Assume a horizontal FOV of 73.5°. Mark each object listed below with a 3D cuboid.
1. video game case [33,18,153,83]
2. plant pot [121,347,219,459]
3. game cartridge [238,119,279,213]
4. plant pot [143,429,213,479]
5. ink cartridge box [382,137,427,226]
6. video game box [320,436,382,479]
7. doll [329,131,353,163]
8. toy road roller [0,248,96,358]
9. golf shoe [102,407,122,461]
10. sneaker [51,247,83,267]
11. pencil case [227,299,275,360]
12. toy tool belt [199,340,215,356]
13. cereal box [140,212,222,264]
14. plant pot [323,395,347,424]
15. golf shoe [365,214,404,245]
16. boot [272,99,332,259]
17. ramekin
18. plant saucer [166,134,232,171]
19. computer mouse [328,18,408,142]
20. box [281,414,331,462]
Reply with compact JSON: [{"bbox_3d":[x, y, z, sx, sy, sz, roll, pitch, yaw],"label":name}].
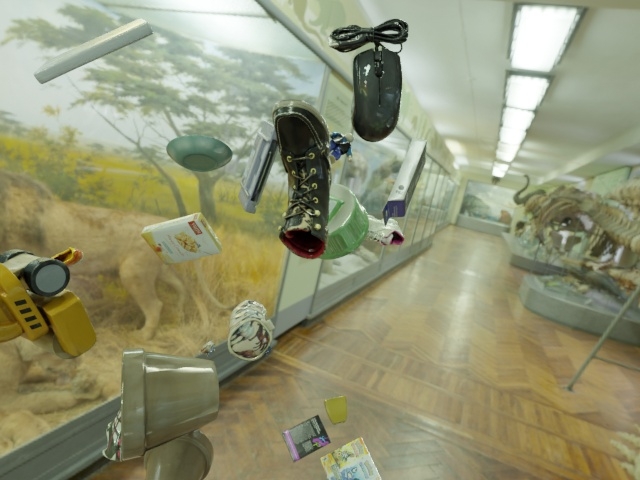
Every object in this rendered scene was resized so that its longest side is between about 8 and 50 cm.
[{"bbox_3d":[-0.659,-0.566,1.260,0.329,0.036,0.300,-30,36,-8],"label":"video game case"},{"bbox_3d":[-0.476,0.492,1.356,0.280,0.323,0.323,-1,14,-22],"label":"plant pot"},{"bbox_3d":[-0.254,-0.309,1.760,0.068,0.355,0.230,15,16,-28],"label":"game cartridge"},{"bbox_3d":[-0.544,0.871,1.591,0.263,0.263,0.229,12,14,-8],"label":"plant pot"},{"bbox_3d":[0.332,-0.216,1.668,0.065,0.333,0.165,21,-13,18],"label":"ink cartridge box"},{"bbox_3d":[0.117,0.881,1.630,0.187,0.048,0.205,-24,29,-8],"label":"video game box"},{"bbox_3d":[0.065,-0.323,1.489,0.129,0.046,0.189,46,44,-6],"label":"doll"},{"bbox_3d":[-0.767,0.195,1.093,0.202,0.330,0.240,9,34,31],"label":"toy road roller"},{"bbox_3d":[-0.745,0.679,1.614,0.120,0.273,0.105,-5,-27,15],"label":"golf shoe"},{"bbox_3d":[-0.850,0.080,1.368,0.064,0.175,0.067,46,-9,23],"label":"sneaker"},{"bbox_3d":[-0.284,0.356,1.758,0.183,0.160,0.410,-21,7,-9],"label":"pencil case"},{"bbox_3d":[-0.465,0.458,1.784,0.051,0.052,0.083,54,9,-6],"label":"toy tool belt"},{"bbox_3d":[-0.502,-0.001,1.562,0.240,0.173,0.047,-13,41,15],"label":"cereal box"},{"bbox_3d":[0.061,0.625,1.567,0.081,0.083,0.081,-11,-30,-7],"label":"plant pot"},{"bbox_3d":[0.253,-0.039,1.960,0.306,0.115,0.140,0,35,-26],"label":"golf shoe"},{"bbox_3d":[-0.046,-0.144,1.123,0.138,0.284,0.377,0,-28,8],"label":"boot"},{"bbox_3d":[0.035,-0.088,1.753,0.303,0.303,0.148,19,-22,32],"label":"ramekin"},{"bbox_3d":[-0.362,-0.248,1.286,0.195,0.037,0.195,-3,-19,-1],"label":"plant saucer"},{"bbox_3d":[0.124,-0.361,1.002,0.188,0.272,0.072,-8,24,-2],"label":"computer mouse"},{"bbox_3d":[-0.055,0.769,1.667,0.162,0.029,0.116,-20,60,-17],"label":"box"}]
